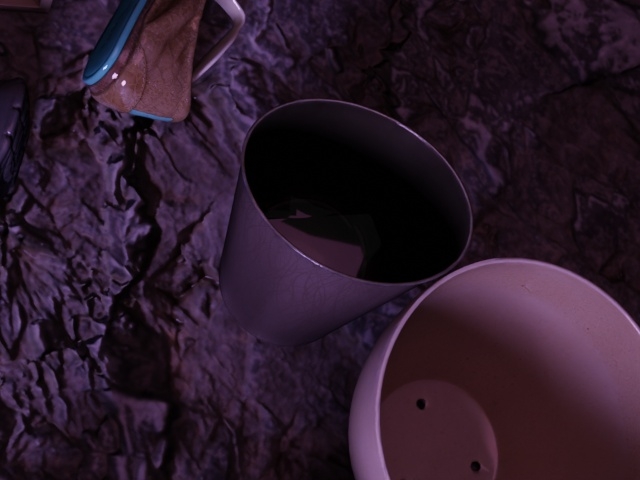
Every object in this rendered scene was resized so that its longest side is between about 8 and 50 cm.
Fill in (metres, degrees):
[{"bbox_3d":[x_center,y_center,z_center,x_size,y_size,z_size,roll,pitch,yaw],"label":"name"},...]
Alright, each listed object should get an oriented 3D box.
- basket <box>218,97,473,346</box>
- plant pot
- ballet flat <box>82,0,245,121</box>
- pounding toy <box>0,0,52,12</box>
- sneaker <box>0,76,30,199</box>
[{"bbox_3d":[0.000,0.000,1.388,0.204,0.227,0.154,25,63,-7],"label":"basket"},{"bbox_3d":[0.136,0.173,1.374,0.284,0.191,0.284,6,74,-23],"label":"plant pot"},{"bbox_3d":[-0.119,-0.259,1.530,0.124,0.116,0.342,30,61,-28],"label":"ballet flat"},{"bbox_3d":[-0.312,-0.288,1.455,0.141,0.130,0.100,2,68,-17],"label":"pounding toy"},{"bbox_3d":[-0.343,-0.025,1.367,0.130,0.109,0.286,14,58,-2],"label":"sneaker"}]
